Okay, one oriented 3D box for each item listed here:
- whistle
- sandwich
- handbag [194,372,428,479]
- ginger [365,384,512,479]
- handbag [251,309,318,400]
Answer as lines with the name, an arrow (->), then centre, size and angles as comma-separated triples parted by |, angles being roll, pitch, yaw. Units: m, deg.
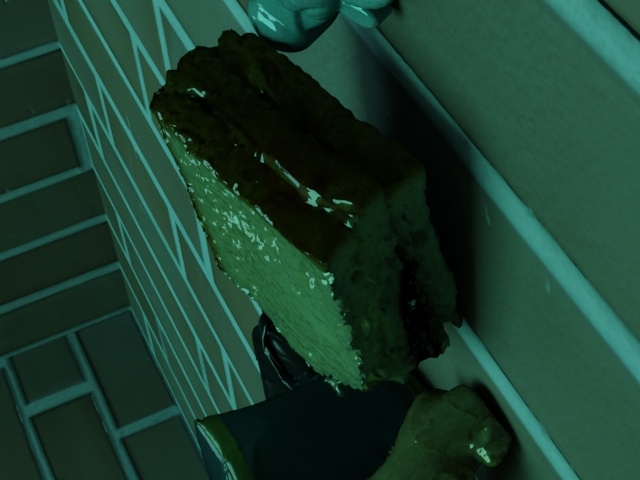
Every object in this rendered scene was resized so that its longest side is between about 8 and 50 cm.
whistle -> -0.005, -0.242, 0.999 | 0.186, 0.093, 0.274 | 38, 157, 8
sandwich -> -0.001, 0.000, 1.110 | 0.262, 0.131, 0.325 | 40, 161, 36
handbag -> 0.015, 0.270, 1.355 | 0.222, 0.241, 0.263 | -134, 28, -57
ginger -> 0.085, 0.231, 1.160 | 0.074, 0.213, 0.137 | 43, -176, -21
handbag -> -0.009, 0.198, 1.660 | 0.275, 0.088, 0.244 | -134, 30, -58
